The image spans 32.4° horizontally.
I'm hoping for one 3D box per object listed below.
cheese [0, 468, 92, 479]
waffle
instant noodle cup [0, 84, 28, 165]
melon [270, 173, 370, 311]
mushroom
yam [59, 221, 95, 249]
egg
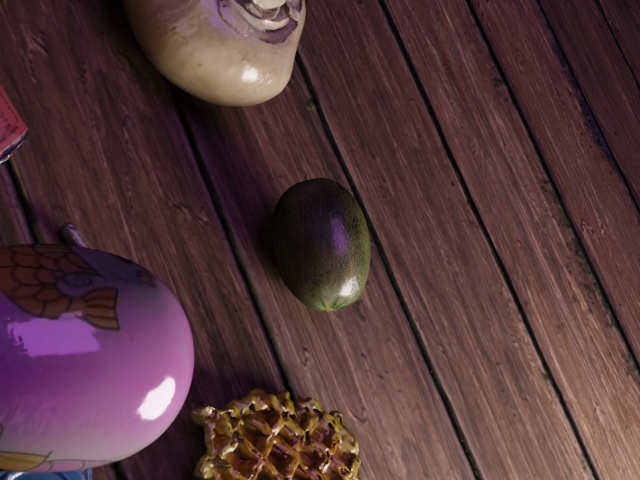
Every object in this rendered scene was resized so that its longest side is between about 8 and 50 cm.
[{"bbox_3d":[-0.213,0.303,0.906,0.135,0.052,0.245,1,65,-46],"label":"cheese"},{"bbox_3d":[-0.031,0.269,1.120,0.254,0.052,0.245,4,62,-46],"label":"waffle"},{"bbox_3d":[-0.384,-0.139,0.906,0.255,0.244,0.244,55,39,-18],"label":"instant noodle cup"},{"bbox_3d":[0.000,0.000,1.276,0.114,0.114,0.167,5,64,-44],"label":"melon"},{"bbox_3d":[-0.105,-0.278,1.282,0.246,0.202,0.246,24,58,-44],"label":"mushroom"},{"bbox_3d":[-0.221,0.031,1.099,0.116,0.021,0.021,54,39,-7],"label":"yam"},{"bbox_3d":[-0.233,0.099,0.910,0.271,0.196,0.196,-9,73,-44],"label":"egg"}]
